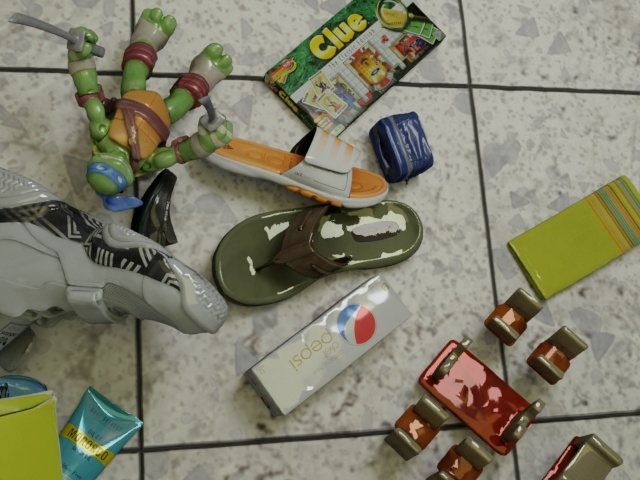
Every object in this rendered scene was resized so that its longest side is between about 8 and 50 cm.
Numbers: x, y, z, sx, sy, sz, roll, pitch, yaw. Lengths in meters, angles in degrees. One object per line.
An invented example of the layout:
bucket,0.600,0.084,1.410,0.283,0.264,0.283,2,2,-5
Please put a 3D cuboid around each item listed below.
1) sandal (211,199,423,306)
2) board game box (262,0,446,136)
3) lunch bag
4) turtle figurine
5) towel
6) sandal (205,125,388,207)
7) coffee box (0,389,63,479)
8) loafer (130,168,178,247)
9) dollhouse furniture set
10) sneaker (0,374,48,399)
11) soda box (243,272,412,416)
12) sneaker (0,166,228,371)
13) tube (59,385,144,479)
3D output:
sandal,0.001,-0.002,1.067,0.302,0.086,0.120,-16,80,-17
board game box,0.053,-0.268,1.180,0.136,0.030,0.259,45,70,2
lunch bag,0.110,-0.126,1.137,0.065,0.067,0.098,-17,82,-17
turtle figurine,-0.192,-0.192,0.963,0.197,0.275,0.266,6,43,8
towel,0.395,-0.007,1.204,0.237,0.021,0.102,-28,79,-18
sandal,-0.028,-0.114,1.073,0.265,0.076,0.102,14,30,-10
coffee box,-0.429,0.332,0.683,0.338,0.334,0.338,1,74,-43
loafer,-0.212,-0.008,1.035,0.061,0.062,0.170,22,79,-20
dollhouse furniture set,0.250,0.242,1.067,0.259,0.135,0.262,42,70,11
sneaker,-0.398,0.184,0.927,0.162,0.073,0.063,1,76,-14
soda box,0.010,0.134,1.045,0.216,0.069,0.074,-35,87,-20
sneaker,-0.291,0.070,0.917,0.365,0.137,0.210,25,81,17
tube,-0.302,0.278,0.945,0.080,0.052,0.207,39,65,-9
